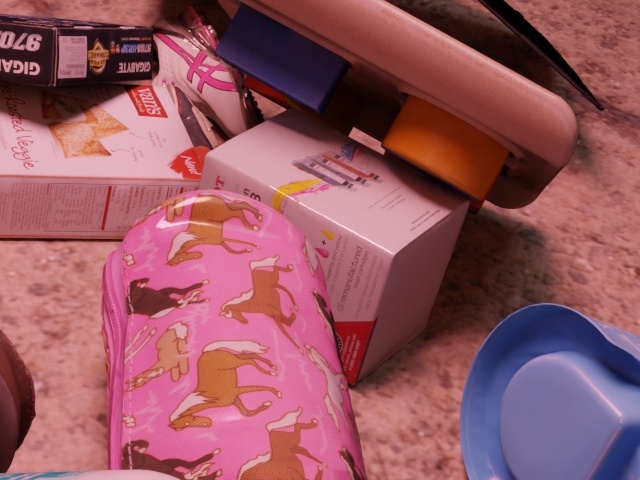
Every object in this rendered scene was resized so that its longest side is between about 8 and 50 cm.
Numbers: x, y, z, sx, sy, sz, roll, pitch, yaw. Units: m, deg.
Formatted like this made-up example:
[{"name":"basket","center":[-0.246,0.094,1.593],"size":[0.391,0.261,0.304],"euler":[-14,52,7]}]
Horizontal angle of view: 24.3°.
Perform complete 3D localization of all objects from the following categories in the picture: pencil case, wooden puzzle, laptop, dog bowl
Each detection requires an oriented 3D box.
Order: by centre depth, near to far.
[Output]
[{"name":"pencil case","center":[-0.059,0.127,0.928],"size":[0.160,0.167,0.386],"euler":[-23,33,9]},{"name":"dog bowl","center":[0.209,0.166,0.985],"size":[0.074,0.166,0.297],"euler":[5,32,-38]},{"name":"wooden puzzle","center":[0.041,-0.114,1.220],"size":[0.322,0.080,0.348],"euler":[30,-5,5]},{"name":"laptop","center":[0.048,-0.238,1.574],"size":[0.408,0.236,0.382],"euler":[-14,16,5]}]

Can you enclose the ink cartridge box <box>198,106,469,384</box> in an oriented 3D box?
[{"name":"ink cartridge box","center":[0.000,0.000,1.170],"size":[0.176,0.128,0.127],"euler":[29,34,21]}]

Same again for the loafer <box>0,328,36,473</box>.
[{"name":"loafer","center":[-0.306,0.030,0.985],"size":[0.366,0.134,0.130],"euler":[33,26,27]}]

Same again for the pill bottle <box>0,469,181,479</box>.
[{"name":"pill bottle","center":[-0.176,0.186,0.718],"size":[0.264,0.146,0.146],"euler":[-7,20,32]}]

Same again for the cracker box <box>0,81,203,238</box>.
[{"name":"cracker box","center":[-0.225,-0.071,1.239],"size":[0.232,0.067,0.156],"euler":[1,35,-23]}]

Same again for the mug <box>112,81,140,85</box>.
[{"name":"mug","center":[-0.197,-0.160,1.392],"size":[0.062,0.064,0.078],"euler":[5,33,-16]}]

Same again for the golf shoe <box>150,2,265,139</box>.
[{"name":"golf shoe","center":[-0.114,-0.146,1.421],"size":[0.086,0.067,0.186],"euler":[-30,52,-5]}]

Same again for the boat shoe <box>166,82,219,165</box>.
[{"name":"boat shoe","center":[-0.116,-0.094,1.341],"size":[0.043,0.049,0.137],"euler":[4,36,-24]}]

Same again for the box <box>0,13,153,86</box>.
[{"name":"box","center":[-0.280,-0.170,1.282],"size":[0.220,0.051,0.175],"euler":[8,10,19]}]
